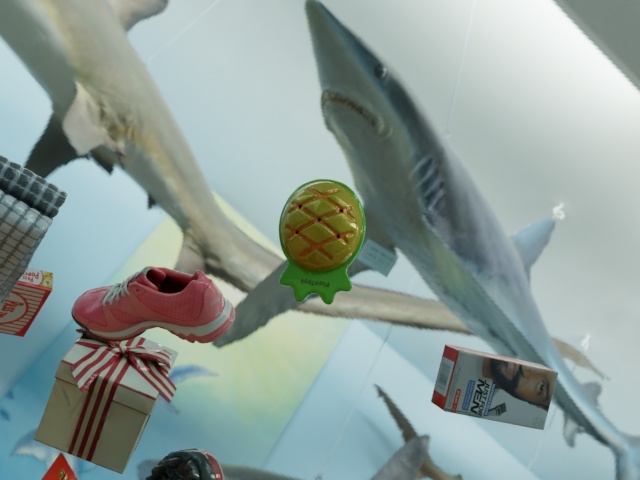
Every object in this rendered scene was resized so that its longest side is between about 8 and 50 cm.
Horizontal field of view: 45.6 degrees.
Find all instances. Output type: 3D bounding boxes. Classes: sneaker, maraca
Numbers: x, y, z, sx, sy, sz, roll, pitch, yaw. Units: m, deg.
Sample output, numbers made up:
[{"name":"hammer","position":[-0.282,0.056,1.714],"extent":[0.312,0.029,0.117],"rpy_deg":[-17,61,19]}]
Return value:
[{"name":"sneaker","position":[-0.305,0.092,1.325],"extent":[0.314,0.116,0.136],"rpy_deg":[-1,-48,19]},{"name":"sneaker","position":[-0.147,0.330,0.941],"extent":[0.097,0.135,0.276],"rpy_deg":[55,-38,32]},{"name":"maraca","position":[0.000,0.000,1.108],"extent":[0.127,0.185,0.099],"rpy_deg":[4,-11,9]}]

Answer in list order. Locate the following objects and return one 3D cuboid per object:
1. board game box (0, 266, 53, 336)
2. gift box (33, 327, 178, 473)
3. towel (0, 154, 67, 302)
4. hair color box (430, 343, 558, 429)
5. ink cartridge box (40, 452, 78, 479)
[{"name":"board game box","position":[-0.583,0.091,1.313],"extent":[0.193,0.045,0.147],"rpy_deg":[17,-50,-31]},{"name":"gift box","position":[-0.475,0.351,1.738],"extent":[0.255,0.276,0.258],"rpy_deg":[22,-72,-10]},{"name":"towel","position":[-0.507,-0.030,1.046],"extent":[0.235,0.121,0.284],"rpy_deg":[32,-46,-21]},{"name":"hair color box","position":[0.258,0.218,1.128],"extent":[0.167,0.093,0.053],"rpy_deg":[13,1,-16]},{"name":"ink cartridge box","position":[-0.497,0.586,1.556],"extent":[0.060,0.275,0.239],"rpy_deg":[-23,-79,6]}]
